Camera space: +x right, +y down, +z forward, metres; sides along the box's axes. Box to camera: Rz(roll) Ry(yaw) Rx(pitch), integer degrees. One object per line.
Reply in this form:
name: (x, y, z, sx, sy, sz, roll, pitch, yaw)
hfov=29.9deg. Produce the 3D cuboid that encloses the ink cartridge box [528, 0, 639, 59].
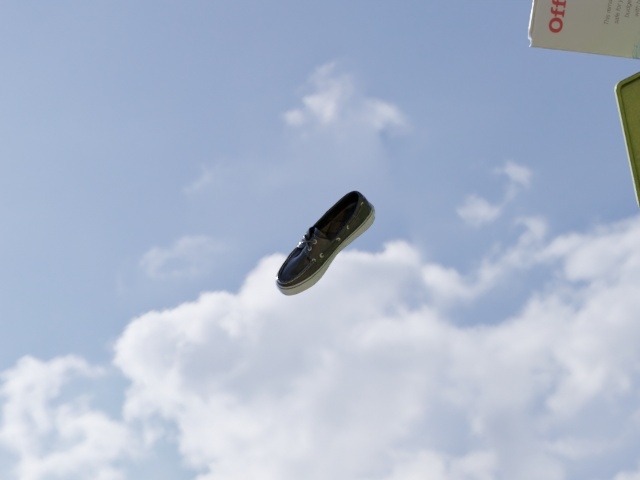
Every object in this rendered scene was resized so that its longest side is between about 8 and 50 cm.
ink cartridge box: (0.445, -0.357, 1.582, 0.131, 0.306, 0.226, -53, -29, -66)

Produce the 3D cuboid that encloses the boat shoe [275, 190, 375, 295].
boat shoe: (0.000, 0.000, 1.315, 0.142, 0.049, 0.040, -44, -40, -9)

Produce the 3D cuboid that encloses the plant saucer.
plant saucer: (0.454, -0.157, 1.518, 0.188, 0.045, 0.188, -27, -61, -13)
